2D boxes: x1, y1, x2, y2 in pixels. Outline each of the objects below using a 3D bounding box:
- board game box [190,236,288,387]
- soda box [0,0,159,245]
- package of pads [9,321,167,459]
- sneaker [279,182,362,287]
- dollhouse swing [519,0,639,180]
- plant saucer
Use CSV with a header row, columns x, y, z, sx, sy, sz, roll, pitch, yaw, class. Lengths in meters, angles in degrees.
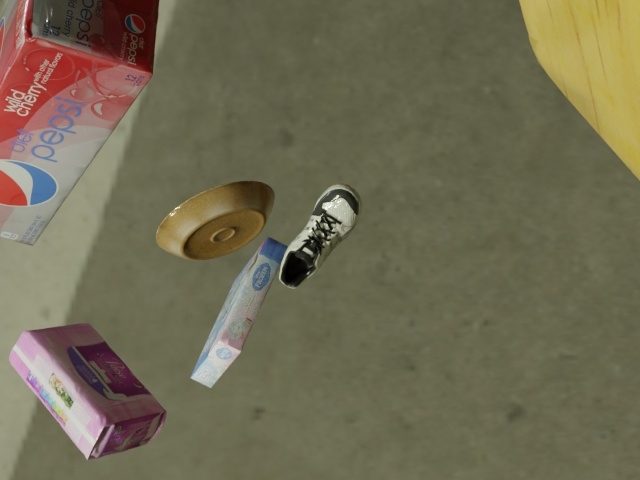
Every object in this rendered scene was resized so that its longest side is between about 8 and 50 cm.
x,y,z,sx,sy,sz,roll,pitch,yaw,class
-0.059,0.053,1.151,0.090,0.020,0.090,-67,8,-27,board game box
-0.203,-0.096,1.143,0.263,0.092,0.083,-45,36,52,soda box
-0.129,0.081,0.881,0.083,0.050,0.032,44,122,28,package of pads
0.000,0.000,1.055,0.032,0.037,0.083,31,123,-2,sneaker
0.189,-0.250,0.697,0.347,0.315,0.305,-41,65,-3,dollhouse swing
-0.066,-0.009,1.039,0.083,0.083,0.015,-41,61,32,plant saucer
